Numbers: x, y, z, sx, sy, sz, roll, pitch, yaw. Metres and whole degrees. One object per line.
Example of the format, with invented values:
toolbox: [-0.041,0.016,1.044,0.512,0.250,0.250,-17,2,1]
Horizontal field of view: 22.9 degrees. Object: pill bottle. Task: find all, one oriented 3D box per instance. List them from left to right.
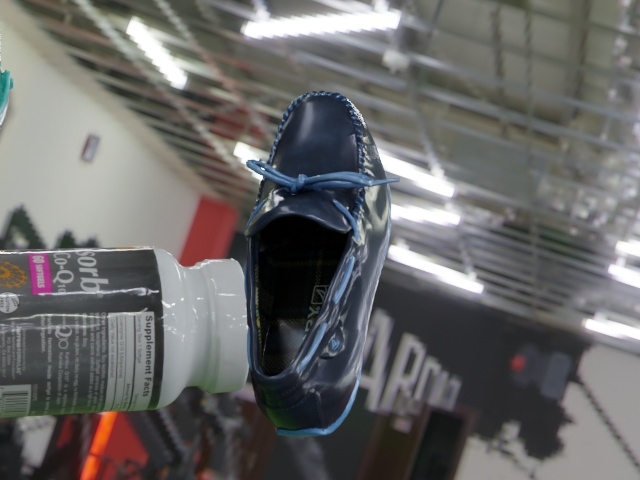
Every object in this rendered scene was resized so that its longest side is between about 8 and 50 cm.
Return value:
pill bottle: [-0.216,0.086,1.523,0.278,0.162,0.162,-2,0,-15]

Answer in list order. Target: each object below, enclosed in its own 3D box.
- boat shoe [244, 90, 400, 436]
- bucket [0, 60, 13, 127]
boat shoe: [0.000,0.000,1.059,0.109,0.258,0.089,-11,-33,14]
bucket: [-0.329,-0.123,0.988,0.281,0.281,0.183,19,-23,-9]
